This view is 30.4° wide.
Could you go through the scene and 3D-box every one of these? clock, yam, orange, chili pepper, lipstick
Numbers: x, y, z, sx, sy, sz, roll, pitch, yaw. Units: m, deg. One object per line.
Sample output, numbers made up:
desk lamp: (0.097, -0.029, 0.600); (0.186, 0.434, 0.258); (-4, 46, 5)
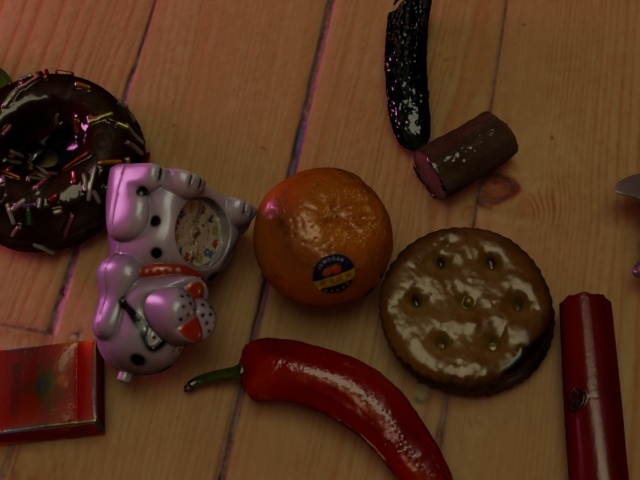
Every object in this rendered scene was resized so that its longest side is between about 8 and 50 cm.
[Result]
clock: (-0.198, 0.050, 1.433); (0.189, 0.189, 0.253); (9, 70, 7)
yam: (0.189, -0.113, 1.540); (0.127, 0.084, 0.084); (-33, 66, -13)
orange: (0.003, -0.002, 1.449); (0.178, 0.155, 0.177); (3, 77, -11)
chili pepper: (0.020, 0.204, 1.384); (0.368, 0.092, 0.137); (27, 78, 18)
lipstick: (0.320, 0.200, 1.380); (0.073, 0.073, 0.279); (0, 63, 3)

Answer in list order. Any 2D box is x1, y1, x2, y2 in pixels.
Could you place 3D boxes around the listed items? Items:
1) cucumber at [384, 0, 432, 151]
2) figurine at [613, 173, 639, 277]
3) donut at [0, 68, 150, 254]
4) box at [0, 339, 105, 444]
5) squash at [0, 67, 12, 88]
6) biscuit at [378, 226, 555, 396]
cucumber: (0.119, -0.228, 1.612); (0.067, 0.067, 0.245); (2, 64, 4)
figurine: (0.486, -0.061, 1.480); (0.205, 0.103, 0.260); (-3, 55, 30)
donut: (-0.361, -0.110, 1.552); (0.270, 0.103, 0.269); (-2, 64, 3)
box: (-0.352, 0.186, 1.429); (0.175, 0.048, 0.112); (-6, 61, 0)
squash: (-0.534, -0.247, 1.651); (0.229, 0.066, 0.066); (23, 66, 13)
biscuit: (0.181, 0.085, 1.447); (0.221, 0.066, 0.220); (-1, 64, 2)
